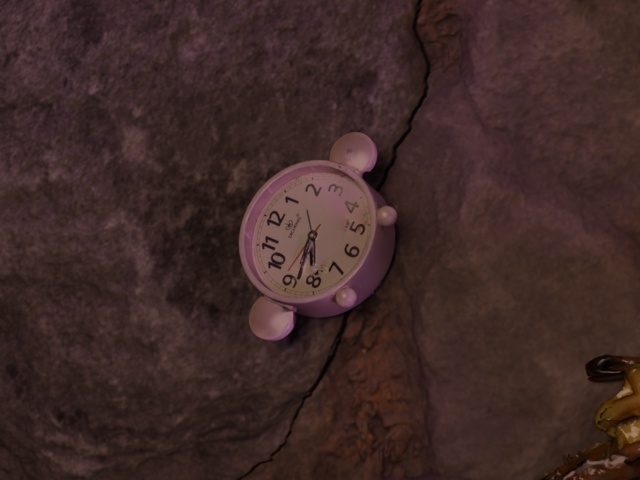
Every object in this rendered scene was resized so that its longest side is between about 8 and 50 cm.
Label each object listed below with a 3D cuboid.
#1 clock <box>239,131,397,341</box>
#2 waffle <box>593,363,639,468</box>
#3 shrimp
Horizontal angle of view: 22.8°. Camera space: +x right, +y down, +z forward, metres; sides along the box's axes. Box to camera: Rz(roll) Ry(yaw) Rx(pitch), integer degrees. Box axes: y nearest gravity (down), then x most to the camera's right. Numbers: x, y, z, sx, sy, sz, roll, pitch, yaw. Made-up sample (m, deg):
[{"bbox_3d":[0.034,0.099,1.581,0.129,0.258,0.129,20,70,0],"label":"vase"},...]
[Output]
[{"bbox_3d":[0.000,0.000,1.591,0.155,0.063,0.229,21,83,30],"label":"clock"},{"bbox_3d":[0.352,0.192,1.301,0.291,0.051,0.291,-4,80,23],"label":"waffle"},{"bbox_3d":[0.245,0.164,1.408,0.178,0.034,0.124,-26,57,14],"label":"shrimp"}]
